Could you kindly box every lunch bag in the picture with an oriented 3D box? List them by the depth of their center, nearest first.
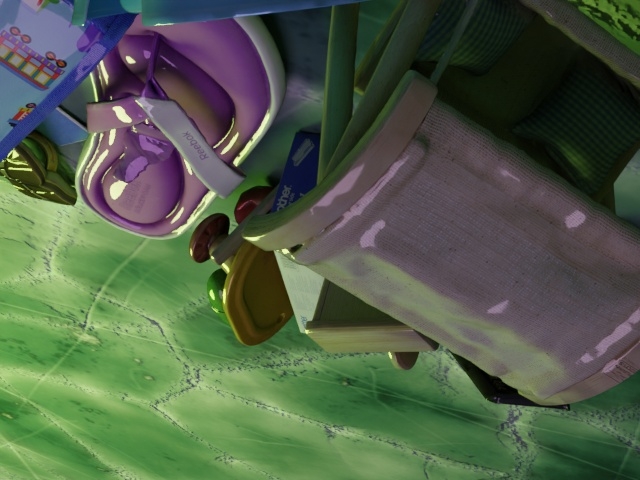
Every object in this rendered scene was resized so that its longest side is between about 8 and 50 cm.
[{"bbox_3d":[-0.285,-0.170,1.126,0.221,0.138,0.293,37,147,-19],"label":"lunch bag"}]

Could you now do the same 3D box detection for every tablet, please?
[{"bbox_3d":[-0.249,-0.113,1.388,0.054,0.006,0.083,-9,144,42],"label":"tablet"}]

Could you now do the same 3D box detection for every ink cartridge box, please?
[{"bbox_3d":[0.000,0.000,1.363,0.046,0.097,0.207,10,153,13],"label":"ink cartridge box"}]

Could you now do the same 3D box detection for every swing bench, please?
[{"bbox_3d":[0.123,-0.062,0.986,0.253,0.255,0.165,29,151,-26],"label":"swing bench"}]

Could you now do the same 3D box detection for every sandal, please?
[{"bbox_3d":[-0.129,-0.081,1.268,0.169,0.102,0.416,17,154,-2],"label":"sandal"},{"bbox_3d":[-0.273,-0.077,1.436,0.072,0.049,0.180,15,169,16],"label":"sandal"}]

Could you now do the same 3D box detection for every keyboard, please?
[{"bbox_3d":[0.191,0.123,1.465,0.108,0.023,0.180,6,-167,-10],"label":"keyboard"}]

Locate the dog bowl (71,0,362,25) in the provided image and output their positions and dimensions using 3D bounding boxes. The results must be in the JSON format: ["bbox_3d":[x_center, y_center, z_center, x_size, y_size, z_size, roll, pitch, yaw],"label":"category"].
[{"bbox_3d":[-0.054,-0.177,0.930,0.166,0.074,0.297,-12,-167,-24],"label":"dog bowl"}]

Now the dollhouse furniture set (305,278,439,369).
[{"bbox_3d":[0.112,0.063,1.347,0.212,0.161,0.242,-4,148,36],"label":"dollhouse furniture set"}]

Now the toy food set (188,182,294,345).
[{"bbox_3d":[-0.068,0.009,1.419,0.071,0.128,0.218,32,160,22],"label":"toy food set"}]
